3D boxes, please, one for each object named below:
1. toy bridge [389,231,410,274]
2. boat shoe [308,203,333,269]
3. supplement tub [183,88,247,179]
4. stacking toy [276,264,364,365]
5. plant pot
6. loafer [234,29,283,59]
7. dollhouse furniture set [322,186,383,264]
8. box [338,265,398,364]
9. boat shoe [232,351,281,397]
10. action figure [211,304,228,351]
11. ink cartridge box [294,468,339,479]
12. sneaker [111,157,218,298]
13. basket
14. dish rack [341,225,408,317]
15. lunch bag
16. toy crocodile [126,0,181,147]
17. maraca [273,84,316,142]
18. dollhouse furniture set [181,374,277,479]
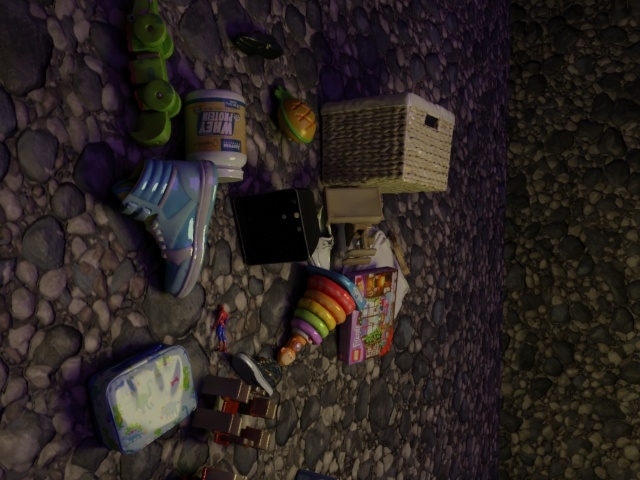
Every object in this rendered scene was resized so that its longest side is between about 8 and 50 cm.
[{"bbox_3d":[0.280,0.038,2.096,0.063,0.026,0.188,56,15,-44],"label":"toy bridge"},{"bbox_3d":[0.000,0.000,1.754,0.083,0.076,0.226,-33,114,-50],"label":"boat shoe"},{"bbox_3d":[-0.246,-0.241,1.371,0.144,0.144,0.200,-1,89,-54],"label":"supplement tub"},{"bbox_3d":[-0.026,0.233,1.672,0.302,0.166,0.175,-52,136,-23],"label":"stacking toy"},{"bbox_3d":[-0.098,-0.050,1.551,0.167,0.188,0.187,-33,115,-64],"label":"plant pot"},{"bbox_3d":[-0.173,-0.535,1.572,0.170,0.062,0.061,-4,69,-57],"label":"loafer"},{"bbox_3d":[0.078,-0.060,1.760,0.242,0.161,0.212,108,-21,-65],"label":"dollhouse furniture set"},{"bbox_3d":[0.156,0.239,1.893,0.201,0.057,0.293,-6,104,-40],"label":"box"},{"bbox_3d":[-0.165,0.327,1.527,0.083,0.065,0.183,-63,142,-36],"label":"boat shoe"},{"bbox_3d":[-0.247,0.216,1.445,0.038,0.030,0.115,26,63,-56],"label":"action figure"},{"bbox_3d":[0.009,0.842,1.666,0.395,0.151,0.270,51,49,-37],"label":"ink cartridge box"},{"bbox_3d":[-0.352,-0.032,1.258,0.208,0.127,0.319,7,103,-28],"label":"sneaker"},{"bbox_3d":[0.215,-0.295,1.855,0.328,0.331,0.266,3,88,-53],"label":"basket"},{"bbox_3d":[0.209,0.144,2.042,0.285,0.072,0.333,-58,133,-39],"label":"dish rack"},{"bbox_3d":[-0.366,0.320,1.222,0.219,0.090,0.176,-26,110,-51],"label":"lunch bag"},{"bbox_3d":[-0.368,-0.372,1.257,0.115,0.105,0.340,-148,-128,-83],"label":"toy crocodile"},{"bbox_3d":[-0.075,-0.358,1.658,0.127,0.099,0.186,4,59,-62],"label":"maraca"},{"bbox_3d":[-0.226,0.454,1.367,0.262,0.135,0.259,62,36,-60],"label":"dollhouse furniture set"}]
